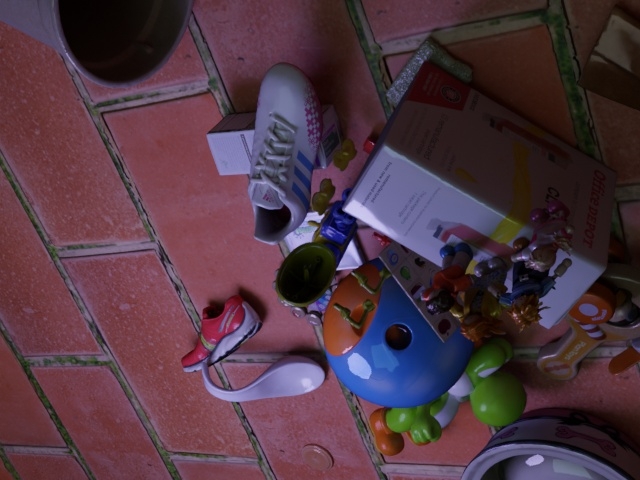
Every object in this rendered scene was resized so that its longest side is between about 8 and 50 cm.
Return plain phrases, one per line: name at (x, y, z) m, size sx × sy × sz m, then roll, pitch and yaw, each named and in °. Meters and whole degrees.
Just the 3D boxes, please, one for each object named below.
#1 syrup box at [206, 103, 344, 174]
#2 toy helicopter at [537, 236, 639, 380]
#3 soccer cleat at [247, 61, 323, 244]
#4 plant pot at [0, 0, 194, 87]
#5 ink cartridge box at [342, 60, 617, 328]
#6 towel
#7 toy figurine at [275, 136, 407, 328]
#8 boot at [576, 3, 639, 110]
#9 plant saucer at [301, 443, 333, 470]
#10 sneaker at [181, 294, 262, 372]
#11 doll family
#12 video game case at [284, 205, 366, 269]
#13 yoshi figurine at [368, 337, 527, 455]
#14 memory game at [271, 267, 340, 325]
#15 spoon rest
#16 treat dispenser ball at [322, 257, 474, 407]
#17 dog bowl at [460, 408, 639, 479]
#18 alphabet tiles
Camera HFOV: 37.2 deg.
syrup box at (-0.084, -0.188, 1.784) m, size 0.237 × 0.093 × 0.096 m, roll 0°, pitch 122°, yaw 28°
toy helicopter at (0.511, 0.163, 1.724) m, size 0.235 × 0.140 × 0.355 m, roll 24°, pitch 142°, yaw -1°
soccer cleat at (-0.067, -0.139, 1.650) m, size 0.116 × 0.143 × 0.331 m, roll 15°, pitch 128°, yaw 18°
plant pot at (-0.439, -0.464, 1.656) m, size 0.305 × 0.334 × 0.334 m, roll 21°, pitch 131°, yaw 29°
ink cartridge box at (0.268, -0.079, 1.531) m, size 0.385 × 0.279 × 0.160 m, roll 30°, pitch 131°, yaw -3°
towel at (0.185, -0.266, 1.628) m, size 0.110 × 0.027 × 0.148 m, roll 36°, pitch 133°, yaw 1°
toy figurine at (0.045, 0.015, 1.744) m, size 0.191 × 0.362 × 0.217 m, roll 26°, pitch 156°, yaw -1°
boot at (0.556, -0.273, 1.407) m, size 0.280 × 0.096 × 0.264 m, roll 35°, pitch 140°, yaw 11°
plant saucer at (-0.009, 0.531, 2.322) m, size 0.083 × 0.013 × 0.083 m, roll 14°, pitch 128°, yaw 19°
sneaker at (-0.237, 0.209, 2.173) m, size 0.279 × 0.107 × 0.118 m, roll -39°, pitch 81°, yaw 38°
doll family at (0.268, 0.063, 1.347) m, size 0.263 × 0.163 × 0.118 m, roll -28°, pitch 112°, yaw 34°
video game case at (0.000, 0.000, 1.926) m, size 0.157 × 0.019 × 0.143 m, roll -7°, pitch 120°, yaw 31°
yoshi figurine at (0.276, 0.340, 1.926) m, size 0.203 × 0.203 × 0.362 m, roll 31°, pitch 132°, yaw -17°
memory game at (-0.019, 0.116, 2.011) m, size 0.186 × 0.012 × 0.186 m, roll 15°, pitch 136°, yaw 15°
spoon rest at (-0.127, 0.313, 2.126) m, size 0.276 × 0.084 × 0.137 m, roll -2°, pitch 141°, yaw -1°
treat dispenser ball at (0.147, 0.171, 1.789) m, size 0.288 × 0.288 × 0.288 m, roll 14°, pitch 128°, yaw 19°
dog bowl at (0.500, 0.517, 1.947) m, size 0.408 × 0.150 × 0.408 m, roll 15°, pitch 128°, yaw 19°
alphabet tiles at (0.233, 0.029, 1.685) m, size 0.198 × 0.237 × 0.009 m, roll 53°, pitch 153°, yaw -12°
